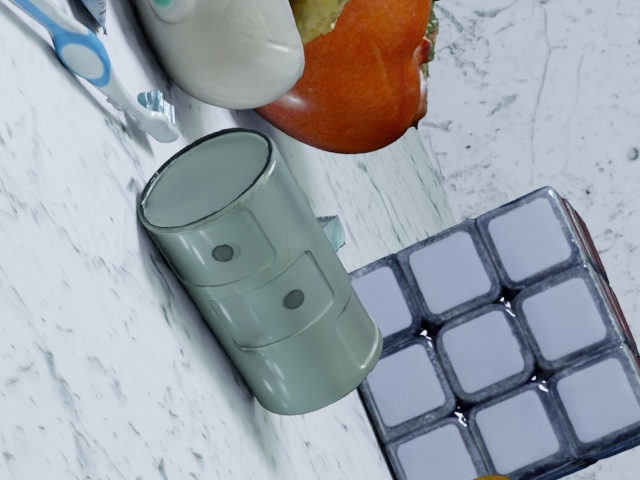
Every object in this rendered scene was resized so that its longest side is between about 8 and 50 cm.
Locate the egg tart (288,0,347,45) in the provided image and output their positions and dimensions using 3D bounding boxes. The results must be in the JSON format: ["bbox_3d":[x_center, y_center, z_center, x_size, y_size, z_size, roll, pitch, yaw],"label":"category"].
[{"bbox_3d":[-0.052,-0.346,1.846,0.319,0.128,0.319,41,-30,30],"label":"egg tart"}]

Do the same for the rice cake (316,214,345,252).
[{"bbox_3d":[0.000,0.000,2.131,0.211,0.034,0.043,-44,118,-80],"label":"rice cake"}]

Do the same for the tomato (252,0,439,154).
[{"bbox_3d":[0.004,-0.273,2.131,0.341,0.272,0.341,8,90,-87],"label":"tomato"}]

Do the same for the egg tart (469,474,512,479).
[{"bbox_3d":[0.146,0.327,1.798,0.202,0.147,0.203,-22,90,-79],"label":"egg tart"}]

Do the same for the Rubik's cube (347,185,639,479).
[{"bbox_3d":[0.213,0.142,2.148,0.305,0.301,0.304,33,35,-74],"label":"Rubik's cube"}]

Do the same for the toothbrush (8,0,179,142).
[{"bbox_3d":[-0.194,-0.151,1.454,0.386,0.040,0.040,40,28,-65],"label":"toothbrush"}]

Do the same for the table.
[{"bbox_3d":[-0.049,0.028,1.537,0.126,0.126,0.220,-100,164,-55],"label":"table"}]

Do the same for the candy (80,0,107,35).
[{"bbox_3d":[-0.211,-0.239,1.584,0.088,0.038,0.136,-126,-166,-68],"label":"candy"}]

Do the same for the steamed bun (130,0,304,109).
[{"bbox_3d":[-0.112,-0.229,1.775,0.177,0.130,0.228,36,-30,59],"label":"steamed bun"}]
